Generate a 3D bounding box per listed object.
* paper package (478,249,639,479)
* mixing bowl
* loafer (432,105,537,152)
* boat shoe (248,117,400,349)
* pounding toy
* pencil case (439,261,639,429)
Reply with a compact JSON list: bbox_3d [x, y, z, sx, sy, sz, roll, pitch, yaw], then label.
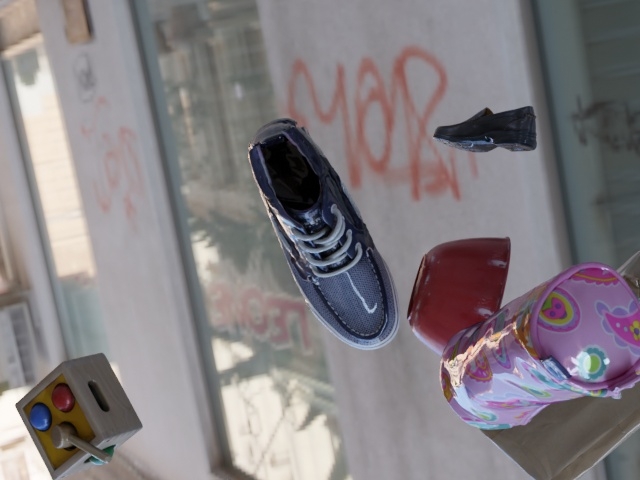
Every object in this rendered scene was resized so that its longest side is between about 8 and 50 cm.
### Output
[{"bbox_3d":[0.402,0.178,1.690,0.309,0.168,0.325,-46,171,19],"label":"paper package"},{"bbox_3d":[0.167,0.071,1.487,0.098,0.181,0.181,15,-171,0],"label":"mixing bowl"},{"bbox_3d":[0.244,-0.165,1.743,0.170,0.061,0.062,4,172,36],"label":"loafer"},{"bbox_3d":[0.000,0.000,1.547,0.127,0.340,0.158,-30,-177,4],"label":"boat shoe"},{"bbox_3d":[-0.293,0.225,1.441,0.130,0.141,0.100,-40,164,30],"label":"pounding toy"},{"bbox_3d":[0.207,0.111,1.125,0.124,0.124,0.284,-13,169,-17],"label":"pencil case"}]
